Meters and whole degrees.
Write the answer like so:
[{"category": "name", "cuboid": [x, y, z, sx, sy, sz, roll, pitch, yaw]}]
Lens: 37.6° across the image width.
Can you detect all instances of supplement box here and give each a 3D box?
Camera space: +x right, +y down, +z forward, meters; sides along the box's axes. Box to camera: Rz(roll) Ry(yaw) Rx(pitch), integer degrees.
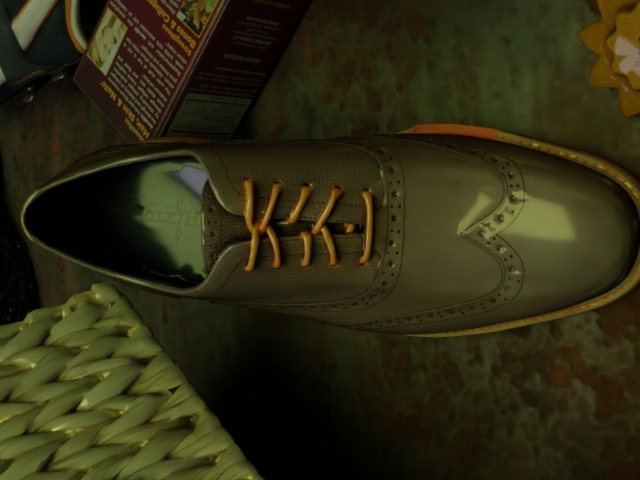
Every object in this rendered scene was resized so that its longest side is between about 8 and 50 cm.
[{"category": "supplement box", "cuboid": [-0.086, -0.158, 0.665, 0.104, 0.081, 0.188, 46, 119, 26]}]

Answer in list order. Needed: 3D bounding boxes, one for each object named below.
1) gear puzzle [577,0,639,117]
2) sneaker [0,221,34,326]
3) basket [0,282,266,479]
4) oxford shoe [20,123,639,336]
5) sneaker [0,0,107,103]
[{"category": "gear puzzle", "cuboid": [0.236, -0.166, 0.392, 0.339, 0.044, 0.175, -38, 84, 43]}, {"category": "sneaker", "cuboid": [-0.354, 0.009, 0.892, 0.130, 0.109, 0.286, -33, 63, 42]}, {"category": "basket", "cuboid": [-0.190, 0.260, 0.571, 0.266, 0.328, 0.331, 48, 148, 33]}, {"category": "oxford shoe", "cuboid": [0.000, 0.000, 0.540, 0.364, 0.133, 0.130, 0, 96, 21]}, {"category": "sneaker", "cuboid": [-0.233, -0.178, 0.759, 0.321, 0.127, 0.126, 146, 133, -60]}]
